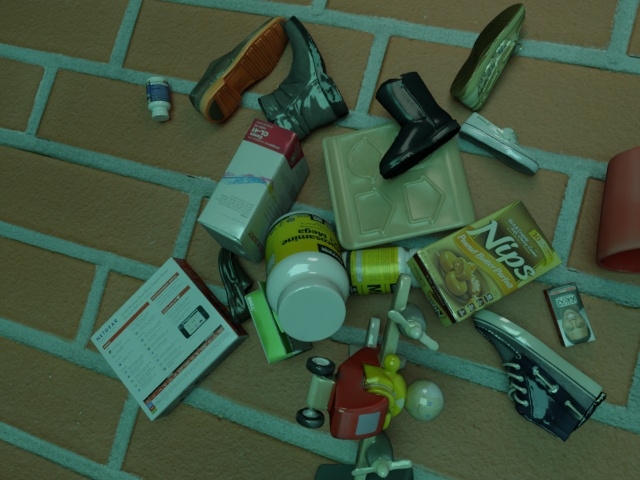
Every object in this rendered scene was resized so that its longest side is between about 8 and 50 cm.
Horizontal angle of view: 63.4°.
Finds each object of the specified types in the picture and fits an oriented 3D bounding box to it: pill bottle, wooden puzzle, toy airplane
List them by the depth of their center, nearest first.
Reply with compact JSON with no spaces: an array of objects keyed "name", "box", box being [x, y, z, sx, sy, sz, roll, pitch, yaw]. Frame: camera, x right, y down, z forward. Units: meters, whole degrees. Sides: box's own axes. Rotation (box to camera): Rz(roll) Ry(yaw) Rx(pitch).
[{"name":"toy airplane","box":[0.144,0.321,1.161,0.272,0.386,0.384,14,54,21]},{"name":"pill bottle","box":[-0.034,0.077,1.208,0.187,0.334,0.188,-3,118,-6]},{"name":"pill bottle","box":[0.161,0.076,1.319,0.208,0.119,0.119,-5,81,12]},{"name":"wooden puzzle","box":[0.199,-0.153,1.356,0.347,0.080,0.322,-11,74,6]},{"name":"pill bottle","box":[-0.486,-0.423,1.558,0.067,0.067,0.120,-11,80,11]}]

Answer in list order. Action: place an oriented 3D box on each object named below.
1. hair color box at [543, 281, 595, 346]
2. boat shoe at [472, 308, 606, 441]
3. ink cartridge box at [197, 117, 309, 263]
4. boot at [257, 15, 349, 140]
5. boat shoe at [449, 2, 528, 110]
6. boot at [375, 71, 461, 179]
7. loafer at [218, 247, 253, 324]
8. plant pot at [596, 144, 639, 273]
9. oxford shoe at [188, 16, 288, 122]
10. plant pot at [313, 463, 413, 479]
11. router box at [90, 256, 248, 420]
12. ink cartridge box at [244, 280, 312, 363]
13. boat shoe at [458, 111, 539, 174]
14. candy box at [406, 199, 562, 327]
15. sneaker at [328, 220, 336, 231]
[{"name":"hair color box","box":[0.597,0.178,1.247,0.072,0.043,0.141,-17,80,9]},{"name":"boat shoe","box":[0.475,0.314,1.210,0.340,0.127,0.158,36,84,14]},{"name":"ink cartridge box","box":[-0.161,-0.121,1.337,0.131,0.226,0.306,25,76,13]},{"name":"boot","box":[-0.086,-0.443,1.449,0.222,0.118,0.338,-27,76,11]},{"name":"boat shoe","box":[0.448,-0.478,1.352,0.089,0.104,0.285,32,96,-23]},{"name":"boot","box":[0.198,-0.293,1.300,0.246,0.094,0.207,-35,76,-8]},{"name":"loafer","box":[-0.224,0.118,1.428,0.078,0.080,0.220,-15,81,-2]},{"name":"plant pot","box":[0.755,-0.072,1.148,0.274,0.275,0.243,0,74,13]},{"name":"oxford shoe","box":[-0.240,-0.513,1.490,0.364,0.130,0.132,-47,61,-4]},{"name":"plant pot","box":[0.089,0.676,1.185,0.247,0.252,0.248,-5,81,13]},{"name":"router box","box":[-0.421,0.268,1.442,0.335,0.082,0.301,-44,76,4]},{"name":"ink cartridge box","box":[-0.121,0.205,1.294,0.097,0.255,0.189,-24,78,9]},{"name":"boat shoe","box":[0.463,-0.253,1.315,0.226,0.083,0.076,36,92,15]},{"name":"candy box","box":[0.387,0.052,1.230,0.316,0.087,0.183,-25,77,-16]},{"name":"sneaker","box":[0.000,0.000,1.411,0.057,0.047,0.119,22,90,41]}]
